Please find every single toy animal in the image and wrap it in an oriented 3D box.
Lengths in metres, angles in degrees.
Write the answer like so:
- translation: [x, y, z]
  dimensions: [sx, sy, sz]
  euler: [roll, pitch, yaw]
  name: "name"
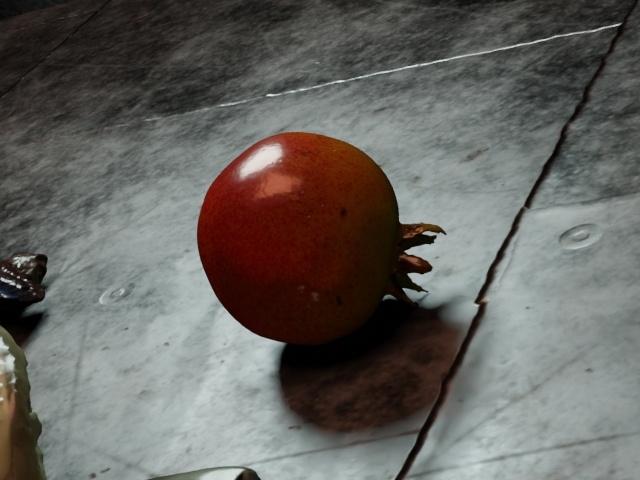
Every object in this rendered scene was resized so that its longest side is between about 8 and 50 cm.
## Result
- translation: [-0.437, 0.052, 1.832]
  dimensions: [0.218, 0.116, 0.179]
  euler: [-7, 30, 43]
  name: "toy animal"

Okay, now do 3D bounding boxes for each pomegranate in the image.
- translation: [0.000, 0.000, 1.467]
  dimensions: [0.256, 0.221, 0.221]
  euler: [8, 28, -2]
  name: "pomegranate"

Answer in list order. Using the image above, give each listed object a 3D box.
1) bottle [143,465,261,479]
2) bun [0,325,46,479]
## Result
- translation: [-0.161, 0.256, 1.252]
  dimensions: [0.269, 0.083, 0.083]
  euler: [-17, 24, 34]
  name: "bottle"
- translation: [-0.411, 0.227, 1.297]
  dimensions: [0.364, 0.202, 0.364]
  euler: [-3, 46, 3]
  name: "bun"
